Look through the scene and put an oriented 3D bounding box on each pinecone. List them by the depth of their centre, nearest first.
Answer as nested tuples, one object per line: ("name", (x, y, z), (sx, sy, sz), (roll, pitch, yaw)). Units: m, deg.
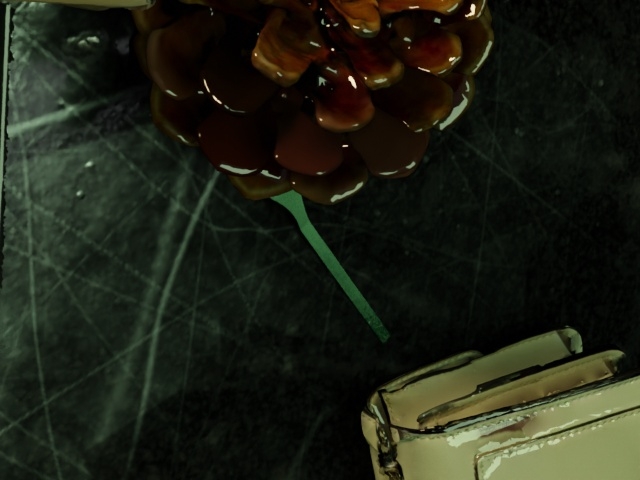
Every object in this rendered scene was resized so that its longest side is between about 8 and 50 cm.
("pinecone", (-0.008, -0.154, 0.915), (0.264, 0.264, 0.264), (-9, 106, -33))

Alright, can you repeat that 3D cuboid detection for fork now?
("fork", (0.001, 0.000, 1.089), (0.039, 0.021, 0.235), (-46, 122, -14))

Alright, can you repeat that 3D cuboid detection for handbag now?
("handbag", (0.167, 0.274, 1.186), (0.236, 0.160, 0.359), (-15, 108, -25))

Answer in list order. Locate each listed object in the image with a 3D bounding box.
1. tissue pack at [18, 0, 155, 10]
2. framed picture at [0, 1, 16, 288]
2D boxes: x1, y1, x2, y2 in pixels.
("tissue pack", (-0.224, -0.235, 0.756), (0.305, 0.238, 0.239), (-2, 102, -34))
("framed picture", (-0.286, -0.057, 0.886), (0.199, 0.010, 0.195), (-2, 102, -34))
